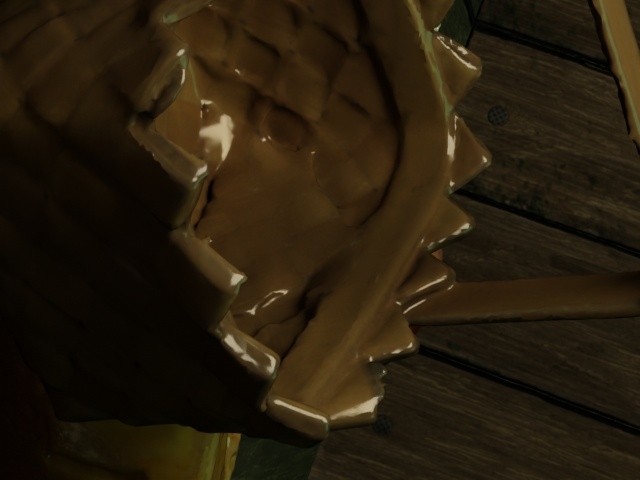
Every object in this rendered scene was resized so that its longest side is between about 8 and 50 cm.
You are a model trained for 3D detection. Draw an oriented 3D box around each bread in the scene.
[{"bbox_3d":[-0.123,0.086,1.207,0.204,0.156,0.288,-73,174,-50],"label":"bread"}]

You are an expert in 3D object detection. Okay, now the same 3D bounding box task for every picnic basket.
[{"bbox_3d":[0.001,-0.058,0.944,0.291,0.321,0.254,-60,137,-47],"label":"picnic basket"}]

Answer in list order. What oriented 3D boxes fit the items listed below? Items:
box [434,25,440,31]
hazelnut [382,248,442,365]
[{"bbox_3d":[0.012,-0.233,1.257,0.290,0.166,0.220,80,31,-73],"label":"box"},{"bbox_3d":[0.000,0.000,1.363,0.214,0.176,0.214,17,90,-79],"label":"hazelnut"}]
